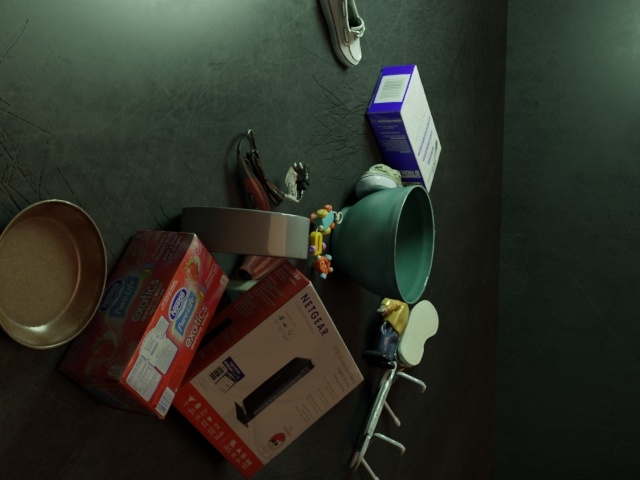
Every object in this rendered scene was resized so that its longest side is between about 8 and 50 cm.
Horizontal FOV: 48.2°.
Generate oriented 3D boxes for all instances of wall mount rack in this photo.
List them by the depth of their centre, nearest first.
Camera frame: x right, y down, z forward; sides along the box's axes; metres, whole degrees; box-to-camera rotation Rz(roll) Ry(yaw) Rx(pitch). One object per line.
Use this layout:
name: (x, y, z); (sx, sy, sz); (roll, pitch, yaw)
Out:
wall mount rack: (0.185, 0.537, 2.042); (0.304, 0.130, 0.350); (112, 5, -53)

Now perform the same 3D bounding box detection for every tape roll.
tape roll: (-0.129, -0.011, 1.220); (0.219, 0.219, 0.073); (10, 85, -63)

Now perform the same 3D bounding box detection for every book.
book: (-0.103, 0.119, 1.371); (0.096, 0.144, 0.035); (68, 34, -42)

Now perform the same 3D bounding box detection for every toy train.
toy train: (0.000, 0.000, 1.676); (0.125, 0.046, 0.167); (38, 63, -60)

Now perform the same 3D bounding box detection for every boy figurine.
boy figurine: (0.201, 0.217, 2.053); (0.177, 0.092, 0.285); (51, 48, -53)

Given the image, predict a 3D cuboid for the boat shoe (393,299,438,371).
boat shoe: (0.284, 0.294, 2.229); (0.109, 0.091, 0.305); (47, 38, -6)

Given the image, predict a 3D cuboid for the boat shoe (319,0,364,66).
boat shoe: (0.065, -0.501, 1.694); (0.226, 0.075, 0.083); (57, 45, -51)

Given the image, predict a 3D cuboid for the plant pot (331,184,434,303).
plant pot: (0.149, 0.003, 1.800); (0.293, 0.196, 0.293); (-19, 111, -61)

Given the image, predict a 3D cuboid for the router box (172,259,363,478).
router box: (-0.100, 0.244, 1.302); (0.301, 0.082, 0.336); (-39, 137, -11)

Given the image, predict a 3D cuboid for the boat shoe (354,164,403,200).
boat shoe: (0.158, -0.156, 1.926); (0.302, 0.109, 0.094); (12, 68, -72)

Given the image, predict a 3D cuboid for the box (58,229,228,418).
box: (-0.259, 0.121, 1.086); (0.128, 0.122, 0.257); (62, 40, -47)

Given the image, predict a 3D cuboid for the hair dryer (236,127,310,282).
hair dryer: (-0.120, -0.053, 1.426); (0.223, 0.080, 0.294); (24, 66, -46)

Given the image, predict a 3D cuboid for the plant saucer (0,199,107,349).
plant saucer: (-0.369, 0.044, 0.955); (0.198, 0.036, 0.199); (-19, 111, -62)

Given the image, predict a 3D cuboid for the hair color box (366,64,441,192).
hair color box: (0.246, -0.311, 2.048); (0.339, 0.110, 0.185); (59, 42, -46)
